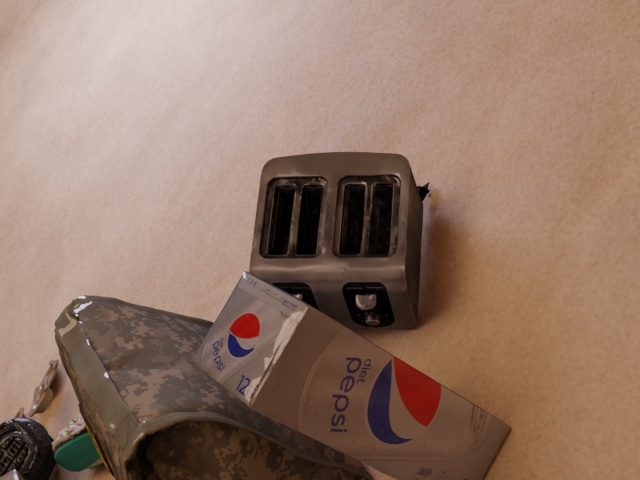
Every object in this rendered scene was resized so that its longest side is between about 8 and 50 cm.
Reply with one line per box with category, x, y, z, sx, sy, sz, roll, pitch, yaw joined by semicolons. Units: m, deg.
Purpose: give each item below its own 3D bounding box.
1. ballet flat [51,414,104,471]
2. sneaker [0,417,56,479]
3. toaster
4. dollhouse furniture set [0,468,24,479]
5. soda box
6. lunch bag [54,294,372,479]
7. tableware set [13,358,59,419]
ballet flat;-0.246;0.226;1.299;0.241;0.091;0.077;-21;29;33
sneaker;-0.435;0.373;1.360;0.109;0.130;0.286;33;77;15
toaster;0.023;-0.003;1.088;0.168;0.110;0.185;0;64;12
dollhouse furniture set;-0.415;0.400;1.172;0.242;0.212;0.161;-31;35;-10
soda box;0.035;0.134;0.883;0.098;0.286;0.091;24;82;52
lunch bag;-0.129;0.185;1.029;0.169;0.287;0.235;-52;39;7
tableware set;-0.418;0.247;1.486;0.168;0.020;0.141;-59;19;2
